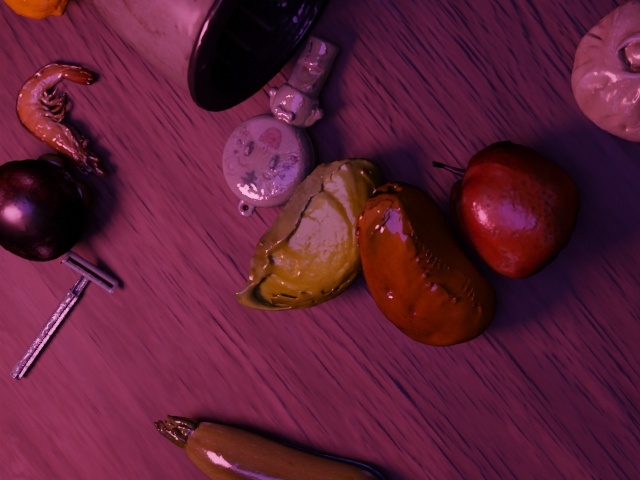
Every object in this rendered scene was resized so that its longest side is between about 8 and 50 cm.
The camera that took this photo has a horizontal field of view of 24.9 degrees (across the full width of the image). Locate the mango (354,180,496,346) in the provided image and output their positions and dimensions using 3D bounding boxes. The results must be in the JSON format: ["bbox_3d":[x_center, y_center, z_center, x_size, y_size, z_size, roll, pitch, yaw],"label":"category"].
[{"bbox_3d":[0.129,0.034,1.814,0.156,0.151,0.249,15,144,46],"label":"mango"}]

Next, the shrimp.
[{"bbox_3d":[-0.339,-0.172,2.012,0.178,0.034,0.124,40,97,13],"label":"shrimp"}]

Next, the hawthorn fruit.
[{"bbox_3d":[0.223,-0.050,1.804,0.194,0.157,0.157,34,102,1],"label":"hawthorn fruit"}]

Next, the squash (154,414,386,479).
[{"bbox_3d":[-0.071,0.312,1.954,0.341,0.094,0.094,16,99,10],"label":"squash"}]

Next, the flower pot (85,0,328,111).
[{"bbox_3d":[-0.175,-0.374,1.829,0.330,0.293,0.294,39,103,16],"label":"flower pot"}]

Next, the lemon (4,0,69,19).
[{"bbox_3d":[-0.394,-0.369,1.963,0.114,0.114,0.155,-37,94,15],"label":"lemon"}]

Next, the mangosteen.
[{"bbox_3d":[-0.388,-0.049,1.983,0.152,0.152,0.152,1,95,15],"label":"mangosteen"}]

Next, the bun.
[{"bbox_3d":[0.399,-0.207,1.775,0.183,0.102,0.183,2,98,14],"label":"bun"}]

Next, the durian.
[{"bbox_3d":[0.000,0.000,1.893,0.139,0.101,0.250,31,102,-5],"label":"durian"}]

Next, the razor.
[{"bbox_3d":[-0.376,0.114,2.048,0.084,0.036,0.211,35,108,-10],"label":"razor"}]

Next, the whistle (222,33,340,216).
[{"bbox_3d":[-0.047,-0.149,1.920,0.126,0.067,0.258,27,97,18],"label":"whistle"}]
